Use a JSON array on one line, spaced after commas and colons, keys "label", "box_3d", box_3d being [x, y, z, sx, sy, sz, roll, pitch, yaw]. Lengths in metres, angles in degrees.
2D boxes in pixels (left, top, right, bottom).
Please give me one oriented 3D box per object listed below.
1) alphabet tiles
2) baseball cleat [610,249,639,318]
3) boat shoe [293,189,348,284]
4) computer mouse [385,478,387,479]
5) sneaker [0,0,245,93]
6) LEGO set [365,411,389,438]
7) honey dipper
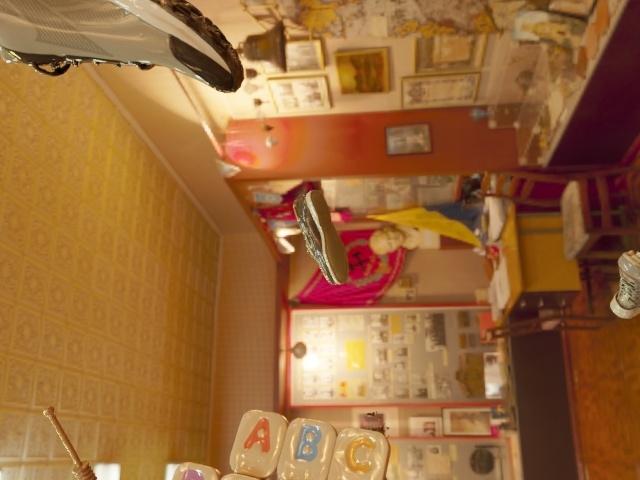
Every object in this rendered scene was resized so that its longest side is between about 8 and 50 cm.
[{"label": "alphabet tiles", "box_3d": [-0.039, 0.306, 0.596, 0.021, 0.284, 0.277, 58, -138, -52]}, {"label": "baseball cleat", "box_3d": [0.508, 0.079, 1.012, 0.206, 0.109, 0.072, 18, -153, -45]}, {"label": "boat shoe", "box_3d": [0.000, 0.000, 1.464, 0.081, 0.069, 0.227, -6, -104, -55]}, {"label": "computer mouse", "box_3d": [0.018, 0.464, 1.027, 0.060, 0.184, 0.262, -53, 15, 37]}, {"label": "sneaker", "box_3d": [-0.192, -0.178, 0.517, 0.100, 0.272, 0.108, -92, 25, -71]}, {"label": "LEGO set", "box_3d": [0.131, 0.434, 1.453, 0.083, 0.054, 0.023, -94, 16, -52]}, {"label": "honey dipper", "box_3d": [-0.425, 0.347, 1.068, 0.030, 0.031, 0.160, -72, -36, -70]}]
